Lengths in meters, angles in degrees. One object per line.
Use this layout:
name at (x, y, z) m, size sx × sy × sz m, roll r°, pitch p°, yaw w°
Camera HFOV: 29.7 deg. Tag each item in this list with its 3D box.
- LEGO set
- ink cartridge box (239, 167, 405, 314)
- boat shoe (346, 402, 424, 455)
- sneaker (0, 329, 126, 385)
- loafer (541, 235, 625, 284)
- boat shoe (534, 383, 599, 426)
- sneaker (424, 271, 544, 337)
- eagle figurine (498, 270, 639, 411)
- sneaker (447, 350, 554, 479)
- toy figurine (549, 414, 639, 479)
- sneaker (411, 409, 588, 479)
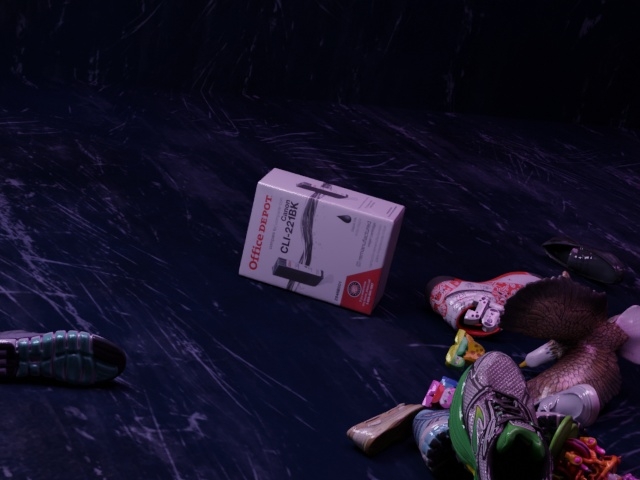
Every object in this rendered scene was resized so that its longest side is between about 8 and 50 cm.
LEGO set at (0.253, 0.208, 1.960) m, size 0.093 × 0.087 × 0.227 m, roll 20°, pitch 61°, yaw 17°
ink cartridge box at (0.000, 0.000, 2.288) m, size 0.272 × 0.197 × 0.114 m, roll 17°, pitch 20°, yaw 11°
boat shoe at (0.102, 0.277, 1.819) m, size 0.048 × 0.056 × 0.153 m, roll 30°, pitch 33°, yaw 29°
sneaker at (-0.402, 0.158, 1.783) m, size 0.223 × 0.083 × 0.098 m, roll 6°, pitch 16°, yaw -18°
loafer at (0.593, 0.048, 2.726) m, size 0.078 × 0.076 × 0.223 m, roll -7°, pitch 23°, yaw -32°
boat shoe at (0.369, 0.268, 1.889) m, size 0.063 × 0.066 × 0.184 m, roll -9°, pitch -10°, yaw -22°
sneaker at (0.347, 0.129, 2.324) m, size 0.270 × 0.090 × 0.145 m, roll 1°, pitch 24°, yaw -22°
eagle figurine at (0.434, 0.185, 2.096) m, size 0.226 × 0.225 × 0.298 m, roll 37°, pitch 17°, yaw 20°
sneaker at (0.261, 0.274, 1.630) m, size 0.134 × 0.146 × 0.344 m, roll 11°, pitch 38°, yaw -10°
toy figurine at (0.400, 0.336, 1.683) m, size 0.159 × 0.173 × 0.130 m, roll 24°, pitch 55°, yaw 24°
sneaker at (0.270, 0.287, 1.823) m, size 0.283 × 0.110 × 0.122 m, roll 6°, pitch 17°, yaw -21°
